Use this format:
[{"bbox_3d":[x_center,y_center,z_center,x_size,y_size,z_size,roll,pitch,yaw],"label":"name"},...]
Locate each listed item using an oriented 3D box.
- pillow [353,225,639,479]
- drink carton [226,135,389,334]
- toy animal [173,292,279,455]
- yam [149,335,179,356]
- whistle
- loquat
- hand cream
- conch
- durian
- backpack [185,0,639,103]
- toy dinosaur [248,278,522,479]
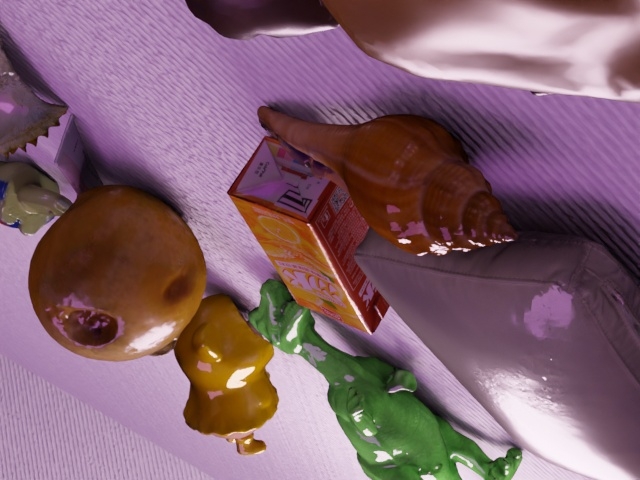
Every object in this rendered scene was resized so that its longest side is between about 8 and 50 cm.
[{"bbox_3d":[0.196,0.099,1.093,0.255,0.120,0.322,11,152,48],"label":"pillow"},{"bbox_3d":[0.000,0.000,1.238,0.096,0.071,0.223,21,158,28],"label":"drink carton"},{"bbox_3d":[-0.130,0.184,1.748,0.156,0.156,0.230,12,128,46],"label":"toy animal"},{"bbox_3d":[-0.257,0.089,1.773,0.081,0.081,0.356,40,172,-21],"label":"yam"},{"bbox_3d":[-0.398,-0.057,1.711,0.227,0.085,0.105,13,162,44],"label":"whistle"},{"bbox_3d":[-0.236,0.041,1.521,0.213,0.213,0.213,29,161,11],"label":"loquat"},{"bbox_3d":[-0.282,-0.075,1.529,0.216,0.038,0.052,85,169,-70],"label":"hand cream"},{"bbox_3d":[0.049,-0.063,1.008,0.109,0.093,0.330,25,-170,-37],"label":"conch"},{"bbox_3d":[-0.405,-0.185,1.326,0.166,0.172,0.306,-4,138,21],"label":"durian"},{"bbox_3d":[0.094,-0.180,0.451,0.353,0.201,0.378,10,154,40],"label":"backpack"},{"bbox_3d":[0.061,0.260,1.688,0.374,0.144,0.500,34,157,13],"label":"toy dinosaur"}]
